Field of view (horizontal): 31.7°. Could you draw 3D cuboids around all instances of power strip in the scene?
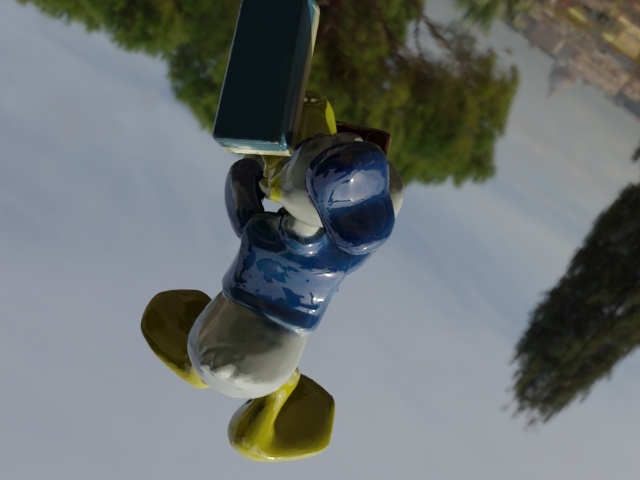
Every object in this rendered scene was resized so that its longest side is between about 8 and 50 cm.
[{"bbox_3d":[-0.037,-0.122,0.809,0.056,0.123,0.032,6,166,19],"label":"power strip"}]

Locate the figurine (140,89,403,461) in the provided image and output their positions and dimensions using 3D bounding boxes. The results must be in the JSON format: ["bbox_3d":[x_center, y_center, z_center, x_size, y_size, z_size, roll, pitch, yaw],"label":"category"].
[{"bbox_3d":[0.000,0.000,0.915,0.204,0.283,0.338,29,152,-4],"label":"figurine"}]
